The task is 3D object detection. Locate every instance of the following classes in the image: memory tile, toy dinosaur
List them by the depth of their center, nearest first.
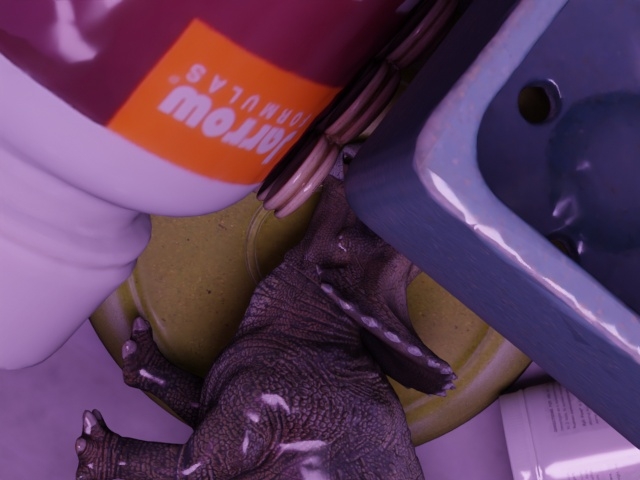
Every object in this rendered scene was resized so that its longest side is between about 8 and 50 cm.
[{"bbox_3d":[0.025,-0.070,0.749,0.012,0.113,0.148,40,90,-8],"label":"memory tile"},{"bbox_3d":[-0.012,0.118,0.812,0.160,0.121,0.314,3,106,10],"label":"toy dinosaur"}]

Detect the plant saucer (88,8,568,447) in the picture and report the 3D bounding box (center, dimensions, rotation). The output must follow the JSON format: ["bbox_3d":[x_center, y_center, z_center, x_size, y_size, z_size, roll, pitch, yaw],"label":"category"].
[{"bbox_3d":[0.000,0.000,0.853,0.241,0.037,0.241,1,110,2],"label":"plant saucer"}]

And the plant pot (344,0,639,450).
[{"bbox_3d":[0.156,-0.034,0.665,0.247,0.252,0.248,39,79,-10],"label":"plant pot"}]

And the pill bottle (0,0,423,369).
[{"bbox_3d":[-0.052,-0.153,0.698,0.224,0.224,0.392,39,105,-11],"label":"pill bottle"}]

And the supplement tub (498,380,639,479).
[{"bbox_3d":[0.141,0.094,0.863,0.107,0.071,0.071,-11,109,6],"label":"supplement tub"}]
